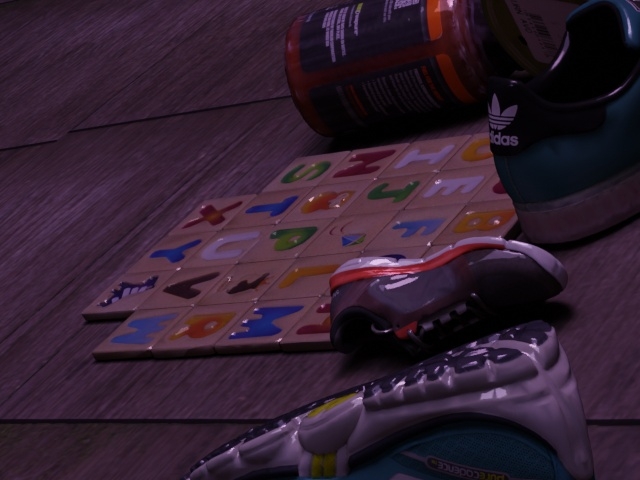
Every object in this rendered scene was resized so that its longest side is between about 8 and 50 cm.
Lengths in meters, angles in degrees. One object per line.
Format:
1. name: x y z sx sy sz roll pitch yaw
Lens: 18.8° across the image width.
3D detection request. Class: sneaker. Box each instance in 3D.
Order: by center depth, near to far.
1. sneaker: 0.023 0.125 0.927 0.107 0.110 0.275 -18 -4 -40
2. sneaker: 0.075 0.043 1.161 0.158 0.061 0.065 -10 51 32
3. sneaker: 0.237 -0.119 1.263 0.302 0.121 0.108 -32 23 -22

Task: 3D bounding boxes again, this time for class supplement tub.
1. supplement tub: 0.078 -0.149 1.524 0.198 0.106 0.106 -12 24 26

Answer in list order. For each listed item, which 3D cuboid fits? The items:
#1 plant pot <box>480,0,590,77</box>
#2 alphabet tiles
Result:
1. plant pot: 0.254 -0.246 1.417 0.293 0.275 0.275 -51 31 -20
2. alphabet tiles: 0.000 0.000 1.376 0.343 0.011 0.285 -5 27 38
